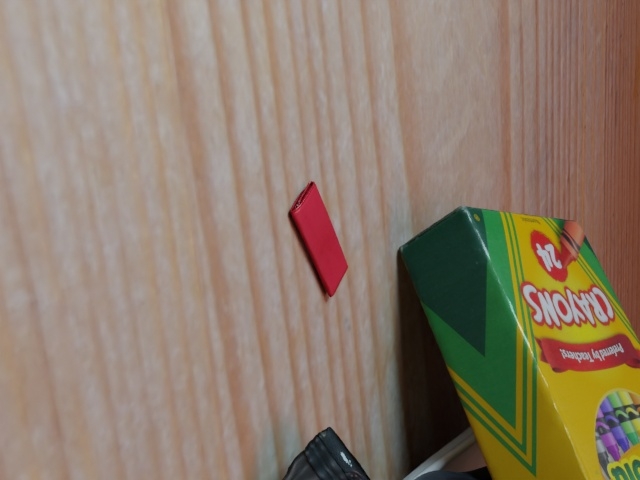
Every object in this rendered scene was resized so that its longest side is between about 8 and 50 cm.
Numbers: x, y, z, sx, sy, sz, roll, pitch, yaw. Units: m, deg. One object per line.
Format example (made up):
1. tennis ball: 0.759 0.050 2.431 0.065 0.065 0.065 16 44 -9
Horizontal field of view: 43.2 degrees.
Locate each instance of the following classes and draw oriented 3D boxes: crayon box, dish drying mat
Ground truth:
1. crayon box: 0.208 0.130 0.677 0.202 0.081 0.319 3 59 -47
2. dish drying mat: 0.000 0.000 0.558 0.032 0.008 0.083 -61 144 -36

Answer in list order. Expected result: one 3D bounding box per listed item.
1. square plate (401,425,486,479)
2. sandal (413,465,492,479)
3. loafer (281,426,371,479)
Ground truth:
1. square plate: 0.189 0.298 0.815 0.347 0.049 0.344 -27 119 -36
2. sandal: 0.111 0.221 0.611 0.254 0.054 0.097 2 101 -56
3. loafer: 0.008 0.182 0.560 0.061 0.062 0.170 -36 144 -6
